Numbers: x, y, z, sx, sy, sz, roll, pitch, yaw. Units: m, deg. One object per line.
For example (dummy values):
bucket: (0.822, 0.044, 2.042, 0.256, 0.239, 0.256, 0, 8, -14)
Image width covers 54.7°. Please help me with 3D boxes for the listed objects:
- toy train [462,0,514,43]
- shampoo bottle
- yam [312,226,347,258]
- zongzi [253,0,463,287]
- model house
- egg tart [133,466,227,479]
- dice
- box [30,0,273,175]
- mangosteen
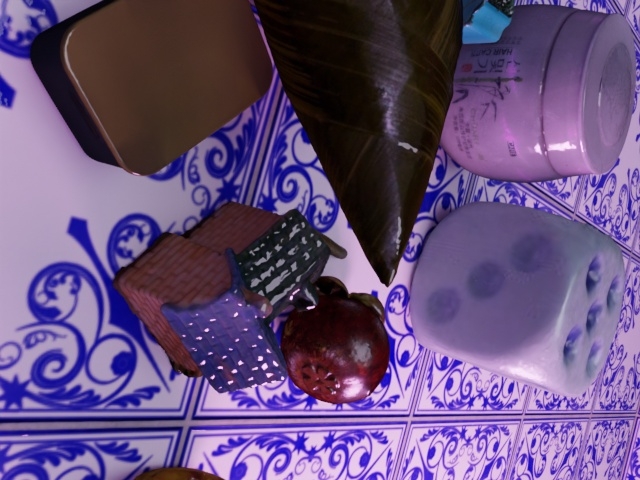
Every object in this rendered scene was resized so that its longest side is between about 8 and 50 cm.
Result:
toy train: (0.192, -0.371, 0.857, 0.112, 0.163, 0.203, -2, 101, -48)
shampoo bottle: (0.332, -0.225, 0.966, 0.273, 0.266, 0.273, -12, 107, -45)
yam: (0.000, 0.000, 0.849, 0.116, 0.021, 0.021, 31, 77, -44)
zongzi: (0.011, -0.233, 0.551, 0.432, 0.208, 0.403, -83, 153, -45)
model house: (-0.080, 0.060, 0.669, 0.183, 0.172, 0.166, -47, 129, -29)
egg tart: (-0.142, 0.363, 0.673, 0.202, 0.202, 0.147, 21, 93, -47)
dice: (0.330, 0.099, 1.044, 0.265, 0.268, 0.262, 28, 81, -47)
box: (-0.156, -0.168, 0.592, 0.201, 0.090, 0.144, -45, 129, -30)
mangosteen: (0.036, 0.128, 0.827, 0.181, 0.146, 0.156, -34, 120, -37)
